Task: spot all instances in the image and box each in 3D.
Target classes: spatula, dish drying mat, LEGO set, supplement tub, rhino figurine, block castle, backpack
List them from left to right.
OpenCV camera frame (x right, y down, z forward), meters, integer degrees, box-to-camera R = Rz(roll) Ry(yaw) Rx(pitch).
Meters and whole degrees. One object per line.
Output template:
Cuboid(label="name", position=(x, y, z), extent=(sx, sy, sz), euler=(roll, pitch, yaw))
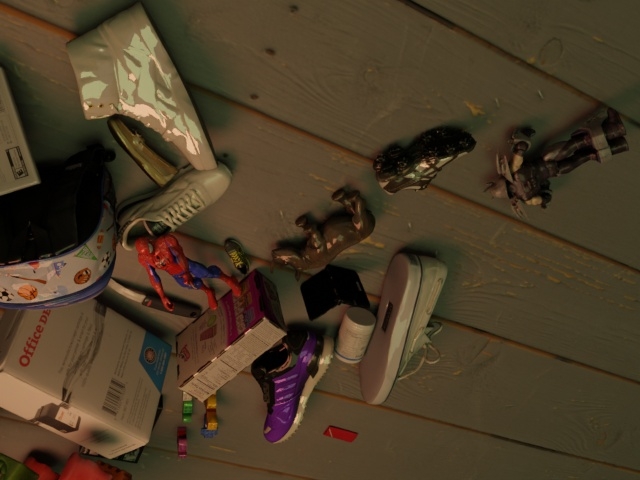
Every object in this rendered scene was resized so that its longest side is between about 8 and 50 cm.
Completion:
Cuboid(label="backpack", position=(-0.457, -0.003, 1.217), extent=(0.277, 0.263, 0.213), euler=(-15, 125, -5))
Cuboid(label="block castle", position=(-0.521, 0.482, 1.435), extent=(0.453, 0.213, 0.303), euler=(6, 141, 36))
Cuboid(label="spatula", position=(-0.368, 0.104, 1.448), extent=(0.296, 0.030, 0.084), euler=(23, 115, -26))
Cuboid(label="LEGO set", position=(-0.265, 0.394, 1.622), extent=(0.087, 0.093, 0.227), euler=(1, 122, -14))
Cuboid(label="rhino figurine", position=(0.000, 0.000, 1.443), extent=(0.243, 0.073, 0.106), euler=(-34, 120, 11))
Cuboid(label="dish drying mat", position=(0.049, 0.473, 1.800), extent=(0.083, 0.008, 0.032), euler=(22, 114, -25))
Cuboid(label="supplement tub", position=(0.072, 0.205, 1.594), extent=(0.071, 0.071, 0.107), euler=(8, 119, -18))

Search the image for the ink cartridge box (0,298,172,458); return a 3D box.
Cuboid(label="ink cartridge box", position=(-0.454, 0.237, 1.384), extent=(0.129, 0.223, 0.307), euler=(-29, 127, 33))

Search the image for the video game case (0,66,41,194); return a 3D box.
Cuboid(label="video game case", position=(-0.548, -0.154, 1.147), extent=(0.173, 0.022, 0.190), euler=(-18, 93, -4))

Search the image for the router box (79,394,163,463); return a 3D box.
Cuboid(label="router box", position=(-0.436, 0.403, 1.616), extent=(0.133, 0.046, 0.179), euler=(17, 117, -22))

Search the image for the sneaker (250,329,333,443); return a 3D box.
Cuboid(label="sneaker", position=(-0.092, 0.309, 1.613), extent=(0.146, 0.102, 0.293), euler=(18, 112, -18))

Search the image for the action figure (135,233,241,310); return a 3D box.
Cuboid(label="action figure", position=(-0.237, 0.081, 1.342), extent=(0.091, 0.139, 0.280), euler=(-31, 145, 11))

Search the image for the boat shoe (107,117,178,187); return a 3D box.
Cuboid(label="boat shoe", position=(-0.308, -0.159, 1.281), extent=(0.048, 0.056, 0.153), euler=(-45, 123, -12))

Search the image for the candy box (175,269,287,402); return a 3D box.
Cuboid(label="candy box", position=(-0.182, 0.189, 1.470), extent=(0.233, 0.159, 0.071), euler=(-39, 122, 14))

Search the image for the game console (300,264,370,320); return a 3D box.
Cuboid(label="game console", position=(0.029, 0.112, 1.491), extent=(0.107, 0.122, 0.071), euler=(14, 119, -22))

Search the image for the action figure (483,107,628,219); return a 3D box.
Cuboid(label="action figure", position=(0.451, -0.150, 1.443), extent=(0.285, 0.099, 0.185), euler=(-25, 132, 8))

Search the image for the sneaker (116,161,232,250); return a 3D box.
Cuboid(label="sneaker", position=(-0.259, -0.058, 1.331), extent=(0.235, 0.095, 0.090), euler=(-30, 122, 5))

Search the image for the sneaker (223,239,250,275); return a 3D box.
Cuboid(label="sneaker", position=(-0.161, 0.034, 1.448), extent=(0.031, 0.035, 0.083), euler=(-30, 124, 6))

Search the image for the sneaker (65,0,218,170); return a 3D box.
Cuboid(label="sneaker", position=(-0.295, -0.218, 1.210), extent=(0.169, 0.108, 0.292), euler=(-27, 115, -1))

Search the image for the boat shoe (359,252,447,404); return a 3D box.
Cuboid(label="boat shoe", position=(0.196, 0.197, 1.594), extent=(0.156, 0.136, 0.367), euler=(5, 112, -21))

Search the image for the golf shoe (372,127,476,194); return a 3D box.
Cuboid(label="golf shoe", position=(0.200, -0.148, 1.404), extent=(0.198, 0.077, 0.094), euler=(-18, 139, 3))
